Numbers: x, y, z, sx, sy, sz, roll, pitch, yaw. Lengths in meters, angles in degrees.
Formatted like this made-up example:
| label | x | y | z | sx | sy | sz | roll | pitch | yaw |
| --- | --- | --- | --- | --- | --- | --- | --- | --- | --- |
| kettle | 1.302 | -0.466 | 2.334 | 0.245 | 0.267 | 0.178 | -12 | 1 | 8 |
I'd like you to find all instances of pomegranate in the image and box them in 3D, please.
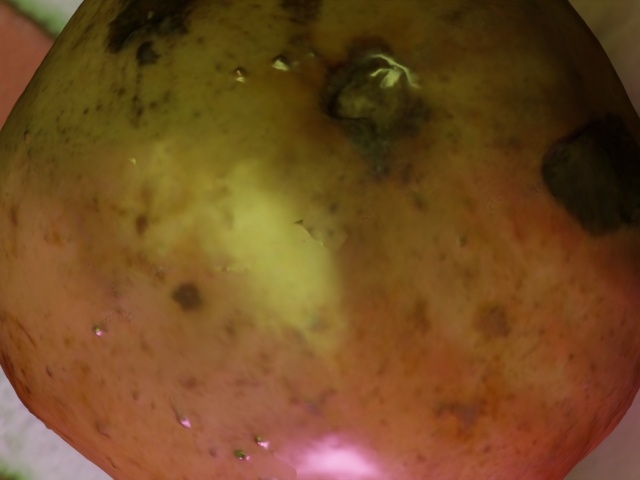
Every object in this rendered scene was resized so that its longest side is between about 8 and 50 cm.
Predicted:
| label | x | y | z | sx | sy | sz | roll | pitch | yaw |
| --- | --- | --- | --- | --- | --- | --- | --- | --- | --- |
| pomegranate | 0.000 | 0.000 | 0.754 | 0.281 | 0.281 | 0.281 | 0 | 90 | 15 |
